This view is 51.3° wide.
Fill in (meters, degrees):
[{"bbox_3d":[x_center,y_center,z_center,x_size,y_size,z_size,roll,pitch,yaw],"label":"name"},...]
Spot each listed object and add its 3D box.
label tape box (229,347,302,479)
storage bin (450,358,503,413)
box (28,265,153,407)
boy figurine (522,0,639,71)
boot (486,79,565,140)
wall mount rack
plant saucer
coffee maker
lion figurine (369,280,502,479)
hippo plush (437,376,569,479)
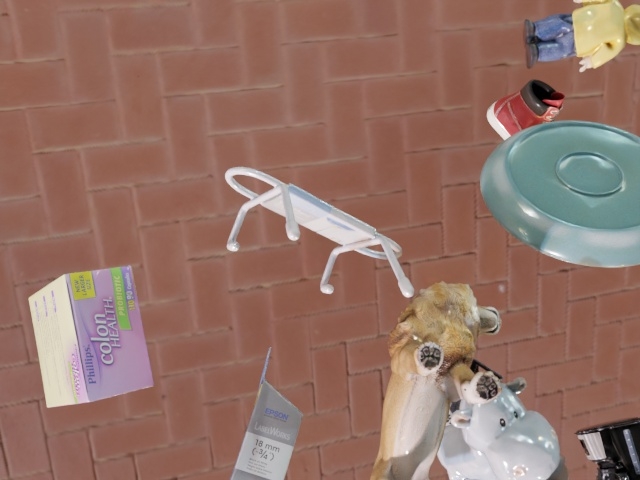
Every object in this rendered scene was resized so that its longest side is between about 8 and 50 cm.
[{"bbox_3d":[-0.113,0.425,1.391,0.106,0.240,0.333,17,63,-1],"label":"label tape box"},{"bbox_3d":[0.350,0.359,1.663,0.180,0.122,0.084,5,105,-36],"label":"storage bin"},{"bbox_3d":[-0.418,0.177,1.195,0.117,0.243,0.213,-7,81,-38],"label":"box"},{"bbox_3d":[0.583,-0.455,1.427,0.285,0.092,0.177,-10,81,10],"label":"boy figurine"},{"bbox_3d":[0.504,-0.239,1.469,0.244,0.176,0.088,44,65,-9],"label":"boot"},{"bbox_3d":[0.000,0.000,1.089,0.350,0.304,0.130,26,73,-22],"label":"wall mount rack"},{"bbox_3d":[0.411,-0.092,1.028,0.318,0.317,0.043,-15,139,-11],"label":"plant saucer"},{"bbox_3d":[0.546,0.397,1.146,0.171,0.120,0.178,-6,74,-15],"label":"coffee maker"},{"bbox_3d":[0.121,0.234,0.830,0.142,0.240,0.392,22,85,-2],"label":"lion figurine"},{"bbox_3d":[0.313,0.329,1.131,0.234,0.294,0.236,-20,139,-26],"label":"hippo plush"}]
